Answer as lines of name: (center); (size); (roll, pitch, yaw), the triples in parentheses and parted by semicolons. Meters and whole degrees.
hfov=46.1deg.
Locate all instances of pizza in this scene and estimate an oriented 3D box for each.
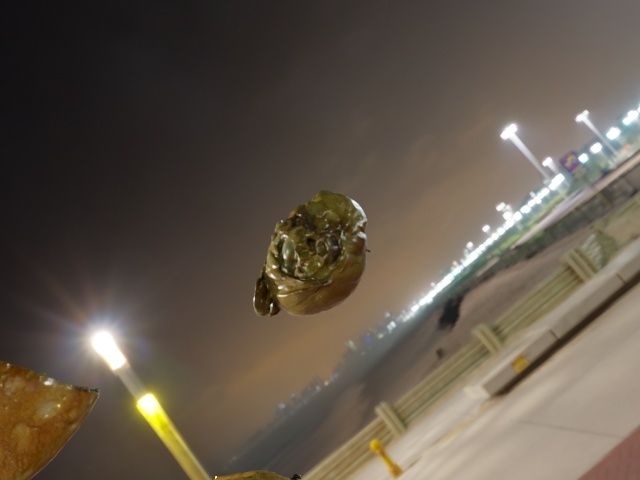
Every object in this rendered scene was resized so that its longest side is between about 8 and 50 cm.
pizza: (-0.365, 0.215, 0.803); (0.271, 0.134, 0.056); (-39, 11, -34)

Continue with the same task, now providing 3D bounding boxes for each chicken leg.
chicken leg: (0.000, 0.000, 1.244); (0.429, 0.153, 0.201); (-75, 11, -74)

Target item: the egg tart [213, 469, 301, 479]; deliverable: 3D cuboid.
egg tart: (-0.094, 0.438, 0.705); (0.443, 0.178, 0.443); (-33, 33, 26)
